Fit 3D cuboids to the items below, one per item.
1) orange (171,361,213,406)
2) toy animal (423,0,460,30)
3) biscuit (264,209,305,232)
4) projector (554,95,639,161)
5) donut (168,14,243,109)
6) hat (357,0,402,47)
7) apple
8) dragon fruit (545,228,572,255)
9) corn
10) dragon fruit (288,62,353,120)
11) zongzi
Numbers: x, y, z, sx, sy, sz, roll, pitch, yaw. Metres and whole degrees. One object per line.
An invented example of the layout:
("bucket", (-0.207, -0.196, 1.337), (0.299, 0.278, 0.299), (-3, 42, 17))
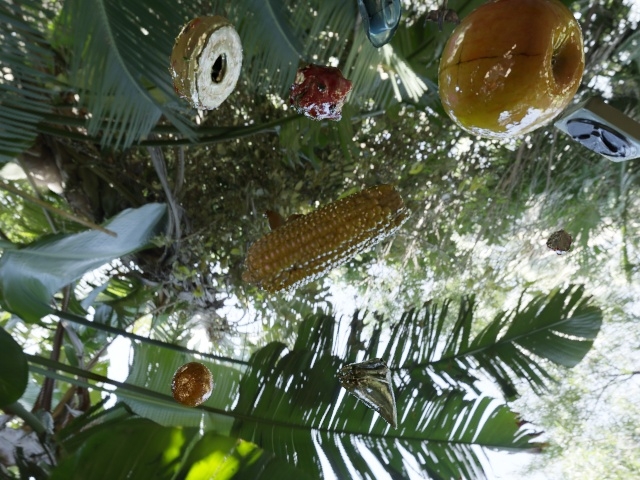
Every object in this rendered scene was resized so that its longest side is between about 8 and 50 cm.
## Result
("orange", (-0.246, 0.278, 0.813), (0.083, 0.070, 0.083), (-2, -102, 8))
("toy animal", (0.223, -0.408, 0.758), (0.084, 0.028, 0.050), (27, -85, 49))
("biscuit", (-0.152, -0.018, 1.614), (0.164, 0.047, 0.207), (8, -119, 4))
("projector", (0.939, -0.355, 1.398), (0.259, 0.257, 0.079), (34, -81, 6))
("donut", (-0.213, -0.330, 0.780), (0.068, 0.174, 0.174), (26, -124, 9))
("hat", (0.164, -0.608, 1.104), (0.138, 0.191, 0.078), (-45, -142, -18))
("apple", (0.382, -0.348, 0.854), (0.286, 0.286, 0.233), (-36, -157, -27))
("dragon fruit", (0.791, 0.012, 1.398), (0.056, 0.060, 0.083), (31, -112, -15))
("corn", (0.000, 0.000, 0.812), (0.347, 0.130, 0.130), (-28, -122, 8))
("dragon fruit", (-0.009, -0.469, 1.370), (0.200, 0.269, 0.198), (-31, -80, -5))
("zongzi", (0.075, 0.240, 0.636), (0.104, 0.052, 0.113), (7, -115, -50))
